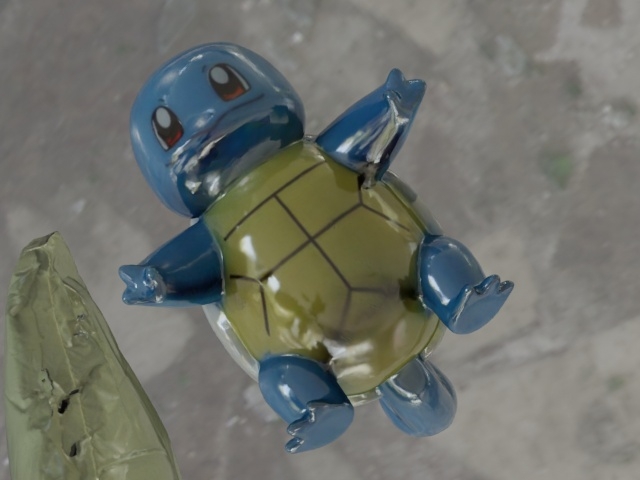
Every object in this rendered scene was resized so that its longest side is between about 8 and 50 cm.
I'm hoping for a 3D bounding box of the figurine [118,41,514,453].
[{"bbox_3d":[0.010,0.016,1.647,0.298,0.243,0.416,-37,107,3],"label":"figurine"}]

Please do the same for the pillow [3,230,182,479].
[{"bbox_3d":[-0.084,0.181,0.896,0.076,0.274,0.281,-12,49,-6],"label":"pillow"}]
